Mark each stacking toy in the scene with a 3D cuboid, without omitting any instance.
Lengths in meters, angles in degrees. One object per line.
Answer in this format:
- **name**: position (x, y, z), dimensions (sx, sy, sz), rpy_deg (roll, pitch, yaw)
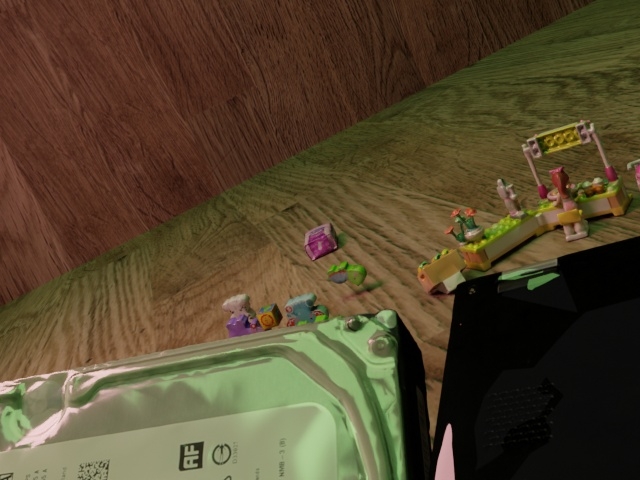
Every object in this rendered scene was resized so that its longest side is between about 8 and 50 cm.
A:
- **stacking toy**: position (-0.051, 0.104, 0.968), dimensions (0.221, 0.052, 0.167), rpy_deg (-19, 17, 20)

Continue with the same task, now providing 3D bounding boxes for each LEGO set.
- **LEGO set**: position (0.229, -0.047, 0.877), dimensions (0.286, 0.107, 0.132), rpy_deg (-22, 14, 18)

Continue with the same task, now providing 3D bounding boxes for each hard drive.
- **hard drive**: position (-0.107, 0.176, 0.397), dimensions (0.338, 0.064, 0.237), rpy_deg (-12, 55, 17)

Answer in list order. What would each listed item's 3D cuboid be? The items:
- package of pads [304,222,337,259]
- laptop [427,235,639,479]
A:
- **package of pads**: position (0.000, 0.000, 1.282), dimensions (0.050, 0.032, 0.083), rpy_deg (-27, 13, 8)
- **laptop**: position (0.271, 0.089, 0.329), dimensions (0.381, 0.236, 0.408), rpy_deg (-18, 35, 31)
